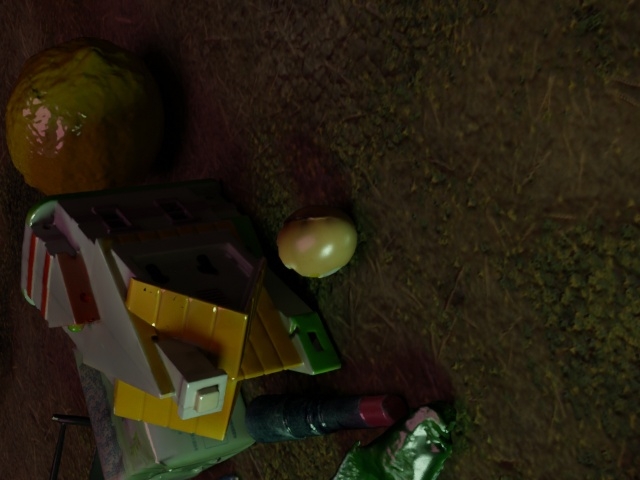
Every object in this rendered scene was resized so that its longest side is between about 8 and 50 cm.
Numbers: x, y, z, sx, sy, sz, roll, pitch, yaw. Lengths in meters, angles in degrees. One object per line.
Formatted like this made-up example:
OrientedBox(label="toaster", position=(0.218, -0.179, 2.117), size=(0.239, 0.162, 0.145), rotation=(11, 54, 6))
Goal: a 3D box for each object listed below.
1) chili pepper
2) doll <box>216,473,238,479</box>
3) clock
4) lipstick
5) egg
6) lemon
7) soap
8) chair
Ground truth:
OrientedBox(label="chili pepper", position=(0.072, 0.227, 1.017), size=(0.108, 0.062, 0.216), rotation=(52, 136, 27))
OrientedBox(label="doll", position=(-0.128, 0.315, 1.364), size=(0.125, 0.027, 0.037), rotation=(-34, 70, 50))
OrientedBox(label="clock", position=(-0.146, 0.078, 1.144), size=(0.309, 0.235, 0.166), rotation=(41, 129, 43))
OrientedBox(label="lipstick", position=(0.004, 0.180, 1.114), size=(0.234, 0.053, 0.053), rotation=(-14, 86, 54))
OrientedBox(label="egg", position=(0.000, 0.000, 1.060), size=(0.083, 0.071, 0.071), rotation=(-12, 87, 50))
OrientedBox(label="lemon", position=(-0.287, -0.143, 1.341), size=(0.192, 0.192, 0.231), rotation=(55, 141, 33))
OrientedBox(label="soap", position=(-0.195, 0.189, 1.330), size=(0.182, 0.138, 0.199), rotation=(-37, 66, 52))
OrientedBox(label="chair", position=(-0.313, 0.373, 1.505), size=(0.141, 0.155, 0.260), rotation=(152, 128, -77))
